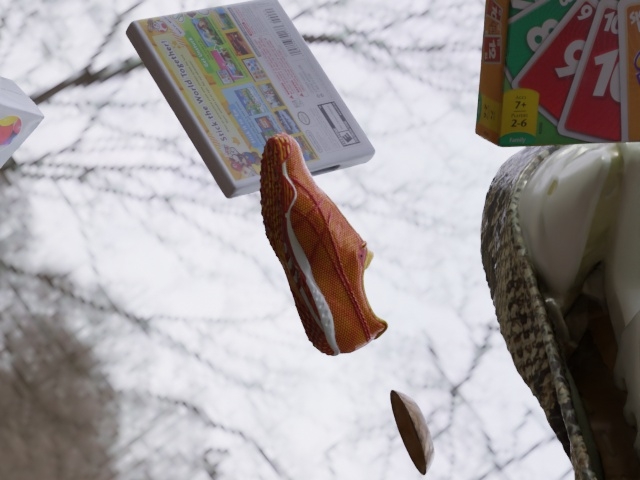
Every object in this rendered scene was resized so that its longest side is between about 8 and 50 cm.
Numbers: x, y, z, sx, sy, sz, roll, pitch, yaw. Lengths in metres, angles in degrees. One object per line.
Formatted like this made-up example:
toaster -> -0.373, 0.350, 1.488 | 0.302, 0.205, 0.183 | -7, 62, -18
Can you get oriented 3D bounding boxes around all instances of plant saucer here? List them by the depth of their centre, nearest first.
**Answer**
plant saucer -> 0.086, 0.173, 1.610 | 0.083, 0.015, 0.083 | 160, -90, -79

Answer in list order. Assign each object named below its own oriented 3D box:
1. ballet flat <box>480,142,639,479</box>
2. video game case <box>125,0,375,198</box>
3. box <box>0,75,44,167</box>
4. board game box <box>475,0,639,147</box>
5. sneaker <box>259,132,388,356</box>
ballet flat -> 0.179, 0.061, 0.857 | 0.182, 0.164, 0.483 | 79, 1, -45
video game case -> -0.074, -0.159, 1.911 | 0.227, 0.206, 0.026 | 58, -42, 17
box -> -0.255, -0.021, 0.959 | 0.038, 0.186, 0.145 | 48, 14, 21
board game box -> 0.138, -0.171, 0.779 | 0.039, 0.124, 0.259 | -143, -128, -67
sneaker -> 0.000, 0.000, 1.344 | 0.064, 0.067, 0.175 | -16, -87, 69
